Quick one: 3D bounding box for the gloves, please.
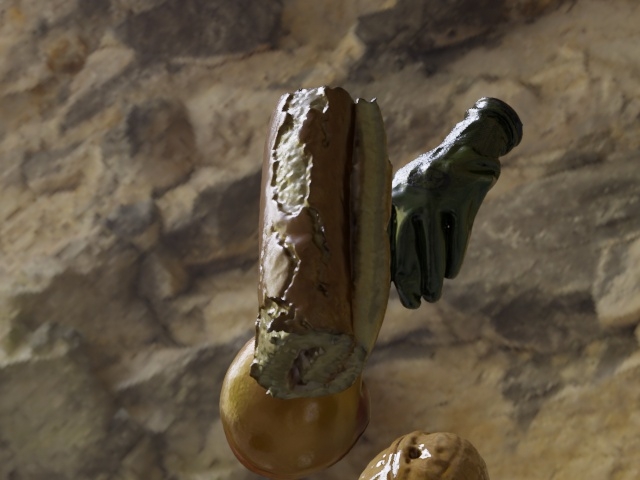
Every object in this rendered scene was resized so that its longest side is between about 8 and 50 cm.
[{"bbox_3d":[0.132,-0.048,1.428,0.107,0.268,0.135,42,-24,-30],"label":"gloves"}]

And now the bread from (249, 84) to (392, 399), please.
[{"bbox_3d":[0.000,0.000,0.349,0.036,0.083,0.047,7,-33,-4],"label":"bread"}]

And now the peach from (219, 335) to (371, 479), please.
[{"bbox_3d":[-0.023,0.135,1.082,0.138,0.138,0.138,22,-43,22],"label":"peach"}]

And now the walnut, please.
[{"bbox_3d":[0.101,0.265,1.294,0.144,0.180,0.144,8,-61,15],"label":"walnut"}]
